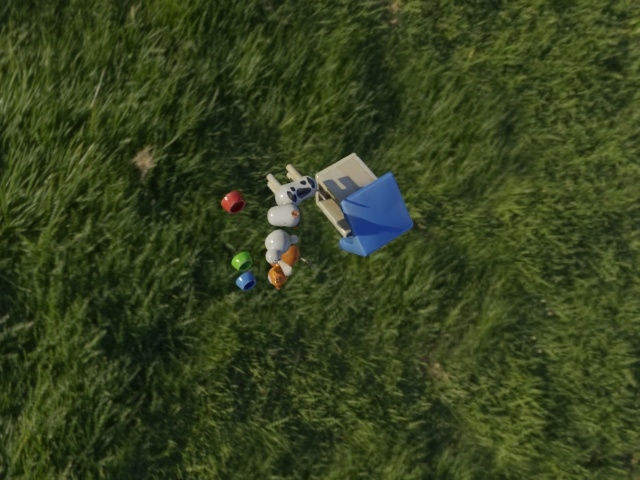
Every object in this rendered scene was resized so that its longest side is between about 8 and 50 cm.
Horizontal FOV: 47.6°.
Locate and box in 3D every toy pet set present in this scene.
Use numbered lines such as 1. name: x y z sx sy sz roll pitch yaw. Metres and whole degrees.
1. toy pet set: 0.000 0.000 0.509 0.114 0.122 0.065 -31 64 -16
